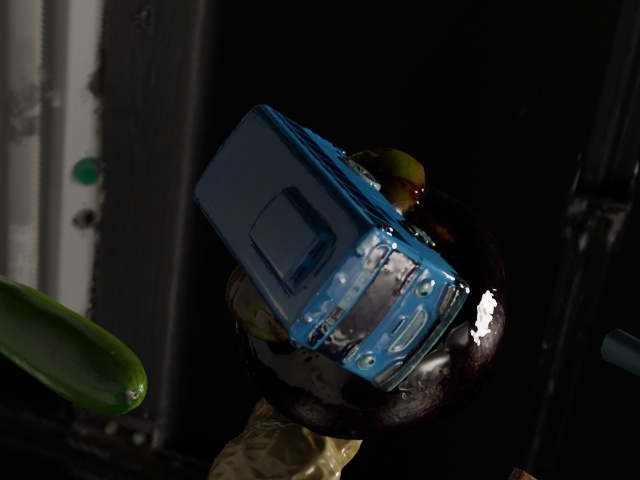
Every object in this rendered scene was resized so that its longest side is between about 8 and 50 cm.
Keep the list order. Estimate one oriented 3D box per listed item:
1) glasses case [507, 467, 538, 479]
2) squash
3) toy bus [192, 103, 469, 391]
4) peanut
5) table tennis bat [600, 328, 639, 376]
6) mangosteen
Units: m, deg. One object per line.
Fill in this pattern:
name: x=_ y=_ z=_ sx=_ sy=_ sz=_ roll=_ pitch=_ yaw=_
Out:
glasses case: x=0.234 y=0.410 z=1.540 sx=0.075 sy=0.049 sz=0.218 roll=32 pitch=-98 yaw=-5
squash: x=-0.284 y=0.109 z=1.258 sx=0.292 sy=0.082 sz=0.082 roll=25 pitch=-52 yaw=35
toy bus: x=0.000 y=0.000 z=0.734 sx=0.106 sy=0.185 sz=0.090 roll=30 pitch=-77 yaw=-38
peanut: x=-0.039 y=0.264 z=1.526 sx=0.196 sy=0.233 sz=0.110 roll=-7 pitch=-59 yaw=37
table tennis bat: x=0.479 y=0.195 z=1.432 sx=0.329 sy=0.044 sz=0.215 roll=31 pitch=-48 yaw=44
mangosteen: x=0.037 y=0.041 z=1.120 sx=0.287 sy=0.233 sz=0.288 roll=0 pitch=-80 yaw=-2
